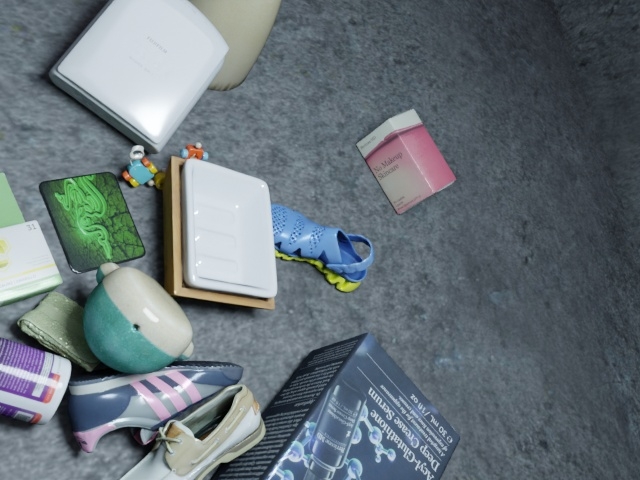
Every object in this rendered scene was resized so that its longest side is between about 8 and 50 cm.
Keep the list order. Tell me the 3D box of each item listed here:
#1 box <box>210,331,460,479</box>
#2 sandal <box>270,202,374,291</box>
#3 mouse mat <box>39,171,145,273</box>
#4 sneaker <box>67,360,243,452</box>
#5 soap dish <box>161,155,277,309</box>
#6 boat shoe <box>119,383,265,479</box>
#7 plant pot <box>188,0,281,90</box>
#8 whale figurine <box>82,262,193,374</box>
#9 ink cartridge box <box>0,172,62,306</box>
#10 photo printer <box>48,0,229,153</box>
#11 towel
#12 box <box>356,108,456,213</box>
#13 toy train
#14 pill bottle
[{"bbox_3d":[0.028,0.421,1.188,0.293,0.212,0.395,49,51,-10],"label":"box"},{"bbox_3d":[0.000,0.000,1.452,0.318,0.138,0.126,26,56,-25],"label":"sandal"},{"bbox_3d":[-0.429,-0.038,1.211,0.153,0.007,0.189,-17,79,-43],"label":"mouse mat"},{"bbox_3d":[-0.279,0.282,1.118,0.319,0.112,0.130,0,85,-36],"label":"sneaker"},{"bbox_3d":[-0.208,-0.005,1.284,0.229,0.118,0.290,14,60,-40],"label":"soap dish"},{"bbox_3d":[-0.231,0.348,1.066,0.302,0.113,0.103,-31,120,-37],"label":"boat shoe"},{"bbox_3d":[-0.207,-0.524,1.456,0.257,0.274,0.256,18,59,-31],"label":"plant pot"},{"bbox_3d":[-0.314,0.137,1.085,0.141,0.272,0.216,-43,100,-6],"label":"whale figurine"},{"bbox_3d":[-0.558,-0.003,1.056,0.171,0.056,0.234,-20,84,-43],"label":"ink cartridge box"},{"bbox_3d":[-0.351,-0.370,1.307,0.256,0.107,0.307,38,72,-18],"label":"photo printer"},{"bbox_3d":[-0.417,0.149,1.073,0.148,0.027,0.110,34,28,-4],"label":"towel"},{"bbox_3d":[0.232,-0.214,1.739,0.127,0.149,0.232,-30,88,-43],"label":"box"},{"bbox_3d":[-0.319,-0.161,1.292,0.166,0.125,0.046,-2,44,-39],"label":"toy train"},{"bbox_3d":[-0.492,0.202,0.966,0.194,0.108,0.108,27,53,-27],"label":"pill bottle"}]
